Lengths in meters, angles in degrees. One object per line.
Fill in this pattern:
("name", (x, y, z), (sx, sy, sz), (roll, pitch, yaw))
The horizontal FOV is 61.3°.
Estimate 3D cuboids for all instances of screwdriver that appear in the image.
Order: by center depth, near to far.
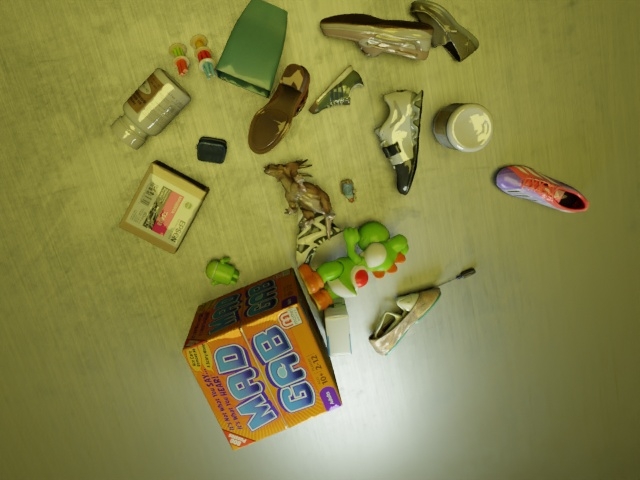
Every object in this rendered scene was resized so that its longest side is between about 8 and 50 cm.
("screwdriver", (0.466, 0.138, 1.900), (0.169, 0.025, 0.024), (-23, 106, 9))

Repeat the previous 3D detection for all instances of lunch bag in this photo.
("lunch bag", (-0.343, -0.284, 1.686), (0.098, 0.065, 0.067), (9, 118, -9))

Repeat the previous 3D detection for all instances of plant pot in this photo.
("plant pot", (-0.188, -0.569, 1.584), (0.165, 0.166, 0.235), (20, 95, -10))

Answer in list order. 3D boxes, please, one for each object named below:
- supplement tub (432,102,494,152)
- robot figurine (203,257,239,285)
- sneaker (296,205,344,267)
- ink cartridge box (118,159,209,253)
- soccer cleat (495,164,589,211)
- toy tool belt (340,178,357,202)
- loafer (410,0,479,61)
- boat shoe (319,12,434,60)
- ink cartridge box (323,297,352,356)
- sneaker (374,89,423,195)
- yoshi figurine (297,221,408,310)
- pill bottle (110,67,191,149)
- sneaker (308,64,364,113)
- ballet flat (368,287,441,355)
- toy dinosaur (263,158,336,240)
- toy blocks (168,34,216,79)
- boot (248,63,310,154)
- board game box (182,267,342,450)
("supplement tub", (0.437, -0.353, 1.677), (0.144, 0.200, 0.145), (-1, 104, -5))
("robot figurine", (-0.327, 0.106, 1.782), (0.115, 0.067, 0.101), (21, 109, -10))
("sneaker", (0.000, 0.000, 1.774), (0.152, 0.094, 0.235), (2, 94, 2))
("ink cartridge box", (-0.491, -0.105, 1.704), (0.193, 0.088, 0.235), (28, 99, -10))
("soccer cleat", (0.739, -0.170, 1.796), (0.318, 0.116, 0.109), (18, 101, -10))
("toy tool belt", (0.095, -0.159, 1.767), (0.052, 0.051, 0.083), (-16, 105, -1))
("loafer", (0.372, -0.639, 1.655), (0.251, 0.094, 0.087), (32, 94, -12))
("boat shoe", (0.163, -0.606, 1.627), (0.340, 0.122, 0.110), (9, 128, 5))
("ink cartridge box", (0.053, 0.281, 1.800), (0.082, 0.191, 0.140), (-6, 104, -3))
("sneaker", (0.244, -0.312, 1.725), (0.146, 0.122, 0.331), (5, 105, 12))
("yoshi figurine", (0.105, 0.060, 1.764), (0.362, 0.203, 0.203), (-27, 90, -5))
("pill bottle", (-0.509, -0.387, 1.609), (0.229, 0.131, 0.131), (-45, 104, 6))
("sneaker", (0.056, -0.449, 1.684), (0.086, 0.064, 0.192), (44, 93, -9))
("ballet flat", (0.282, 0.262, 1.867), (0.106, 0.107, 0.316), (40, 96, -6))
("toy dinosaur", (-0.038, -0.145, 1.687), (0.127, 0.200, 0.295), (-39, 110, 22))
("toy blocks", (-0.373, -0.523, 1.588), (0.123, 0.054, 0.148), (-22, 66, 0))
("boot", (-0.115, -0.385, 1.607), (0.108, 0.220, 0.284), (22, 99, 1))
("board game box", (-0.175, 0.355, 1.710), (0.356, 0.356, 0.357), (-23, 105, 0))
